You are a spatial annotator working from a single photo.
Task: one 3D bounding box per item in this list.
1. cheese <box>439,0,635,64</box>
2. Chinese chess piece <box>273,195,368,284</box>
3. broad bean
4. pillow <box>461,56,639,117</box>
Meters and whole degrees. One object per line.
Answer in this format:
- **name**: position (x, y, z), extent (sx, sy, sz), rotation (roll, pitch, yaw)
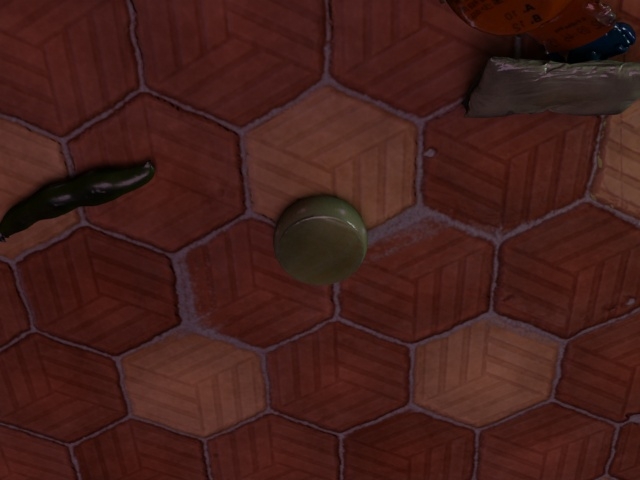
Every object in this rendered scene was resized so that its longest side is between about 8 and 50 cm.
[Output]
- **cheese**: position (0.256, -0.306, 1.082), extent (0.217, 0.129, 0.329), rotation (-17, 143, 43)
- **Chinese chess piece**: position (0.000, 0.000, 1.362), extent (0.144, 0.058, 0.144), rotation (-1, 127, -1)
- **broad bean**: position (-0.377, -0.062, 1.326), extent (0.297, 0.043, 0.060), rotation (-18, 136, 15)
- **pillow**: position (0.312, -0.200, 1.181), extent (0.229, 0.050, 0.148), rotation (0, 169, -3)
